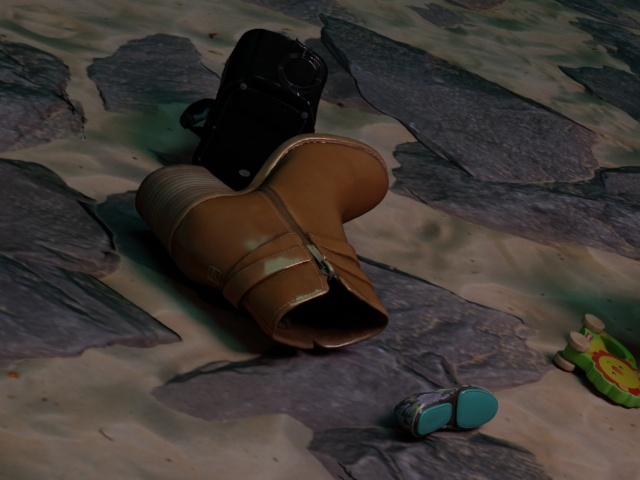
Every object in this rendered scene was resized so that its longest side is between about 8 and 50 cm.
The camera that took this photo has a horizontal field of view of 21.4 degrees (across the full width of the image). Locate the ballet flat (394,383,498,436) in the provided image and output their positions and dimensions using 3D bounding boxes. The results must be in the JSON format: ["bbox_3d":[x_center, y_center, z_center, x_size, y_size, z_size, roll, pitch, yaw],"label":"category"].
[{"bbox_3d":[0.101,0.138,1.406,0.114,0.041,0.041,-3,35,-48],"label":"ballet flat"}]

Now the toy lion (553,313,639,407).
[{"bbox_3d":[0.277,0.120,1.621,0.096,0.034,0.100,35,24,10],"label":"toy lion"}]

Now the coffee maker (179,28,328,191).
[{"bbox_3d":[-0.044,-0.142,1.701,0.120,0.171,0.178,46,21,-17],"label":"coffee maker"}]

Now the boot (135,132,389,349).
[{"bbox_3d":[0.000,0.000,1.509,0.283,0.109,0.220,-3,33,-42],"label":"boot"}]
